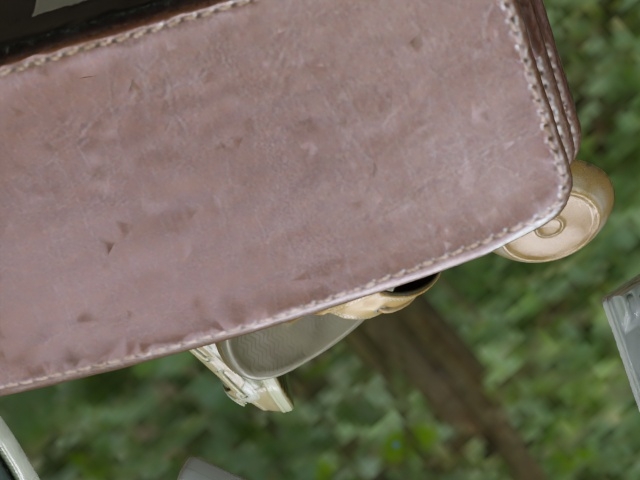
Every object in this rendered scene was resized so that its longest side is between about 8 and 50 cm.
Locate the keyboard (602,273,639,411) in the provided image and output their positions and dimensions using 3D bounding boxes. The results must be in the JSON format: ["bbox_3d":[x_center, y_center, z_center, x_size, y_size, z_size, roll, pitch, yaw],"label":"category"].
[{"bbox_3d":[0.226,0.047,1.254,0.014,0.072,0.256,-12,-176,26],"label":"keyboard"}]

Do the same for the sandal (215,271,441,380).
[{"bbox_3d":[0.031,0.003,0.890,0.180,0.072,0.049,-29,-154,-2],"label":"sandal"}]

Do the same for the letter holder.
[{"bbox_3d":[-0.064,-0.023,0.706,0.302,0.214,0.152,-15,-143,10],"label":"letter holder"}]

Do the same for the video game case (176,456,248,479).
[{"bbox_3d":[-0.010,0.341,1.769,0.329,0.300,0.036,109,7,-52],"label":"video game case"}]

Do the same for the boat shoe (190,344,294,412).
[{"bbox_3d":[-0.058,0.065,1.223,0.048,0.056,0.153,-19,149,11],"label":"boat shoe"}]

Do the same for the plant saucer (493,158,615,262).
[{"bbox_3d":[0.129,-0.012,1.131,0.083,0.083,0.015,-41,-138,29],"label":"plant saucer"}]

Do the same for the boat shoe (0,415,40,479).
[{"bbox_3d":[-0.189,0.144,0.919,0.116,0.319,0.099,-21,-155,39],"label":"boat shoe"}]
